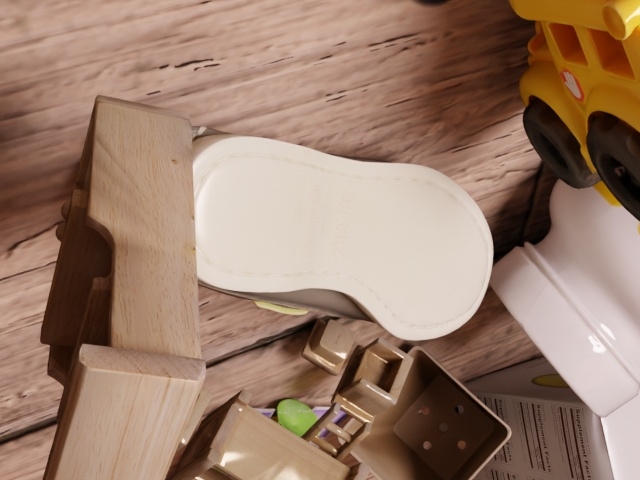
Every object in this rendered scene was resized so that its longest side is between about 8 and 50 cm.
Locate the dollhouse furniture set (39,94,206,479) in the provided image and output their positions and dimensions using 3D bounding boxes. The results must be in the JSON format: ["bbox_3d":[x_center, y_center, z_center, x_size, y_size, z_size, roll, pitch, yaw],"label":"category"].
[{"bbox_3d":[-0.177,0.011,0.388,0.242,0.161,0.212,10,130,-18],"label":"dollhouse furniture set"}]

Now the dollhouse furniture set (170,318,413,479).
[{"bbox_3d":[-0.050,0.116,0.763,0.101,0.182,0.161,-43,-164,55],"label":"dollhouse furniture set"}]

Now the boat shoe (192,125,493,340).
[{"bbox_3d":[0.001,-0.005,0.627,0.305,0.091,0.109,14,87,-48],"label":"boat shoe"}]

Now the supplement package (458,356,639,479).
[{"bbox_3d":[0.270,0.185,0.928,0.194,0.149,0.203,-13,-177,-27],"label":"supplement package"}]

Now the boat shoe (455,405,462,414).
[{"bbox_3d":[0.185,0.174,1.022,0.133,0.042,0.049,1,135,-37],"label":"boat shoe"}]

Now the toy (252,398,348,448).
[{"bbox_3d":[-0.074,0.232,0.877,0.136,0.056,0.237,7,128,-41],"label":"toy"}]

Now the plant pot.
[{"bbox_3d":[0.099,0.168,0.888,0.109,0.109,0.096,-50,162,6],"label":"plant pot"}]

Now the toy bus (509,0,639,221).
[{"bbox_3d":[0.170,-0.133,0.556,0.149,0.220,0.211,-40,112,-1],"label":"toy bus"}]

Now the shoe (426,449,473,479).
[{"bbox_3d":[0.148,0.278,1.098,0.076,0.058,0.219,-44,143,15],"label":"shoe"}]

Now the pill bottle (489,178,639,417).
[{"bbox_3d":[0.296,-0.025,0.748,0.334,0.188,0.188,-39,144,9],"label":"pill bottle"}]
